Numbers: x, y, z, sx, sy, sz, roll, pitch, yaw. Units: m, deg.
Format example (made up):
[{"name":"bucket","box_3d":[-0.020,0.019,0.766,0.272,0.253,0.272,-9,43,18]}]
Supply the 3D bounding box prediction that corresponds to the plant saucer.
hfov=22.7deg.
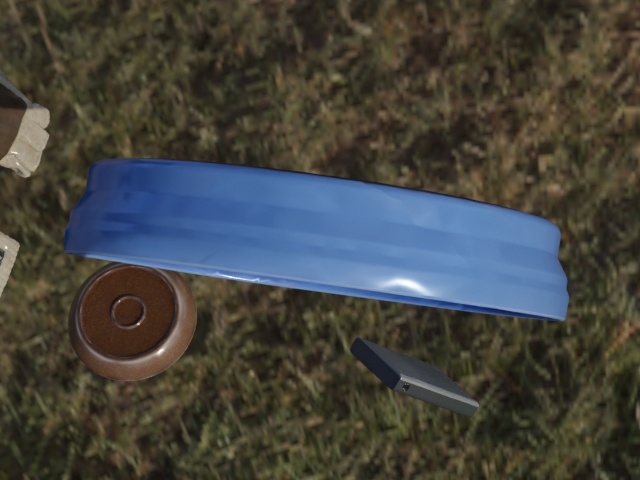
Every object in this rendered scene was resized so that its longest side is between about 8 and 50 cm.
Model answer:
[{"name":"plant saucer","box_3d":[-0.243,0.095,2.036,0.168,0.029,0.169,-2,67,4]}]

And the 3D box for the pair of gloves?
[{"name":"pair of gloves","box_3d":[-0.381,-0.077,1.641,0.042,0.204,0.240,0,71,41]}]

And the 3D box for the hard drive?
[{"name":"hard drive","box_3d":[0.107,0.157,1.815,0.094,0.135,0.022,40,102,48]}]

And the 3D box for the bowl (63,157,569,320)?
[{"name":"bowl","box_3d":[0.000,0.000,1.234,0.391,0.391,0.077,7,87,16]}]
